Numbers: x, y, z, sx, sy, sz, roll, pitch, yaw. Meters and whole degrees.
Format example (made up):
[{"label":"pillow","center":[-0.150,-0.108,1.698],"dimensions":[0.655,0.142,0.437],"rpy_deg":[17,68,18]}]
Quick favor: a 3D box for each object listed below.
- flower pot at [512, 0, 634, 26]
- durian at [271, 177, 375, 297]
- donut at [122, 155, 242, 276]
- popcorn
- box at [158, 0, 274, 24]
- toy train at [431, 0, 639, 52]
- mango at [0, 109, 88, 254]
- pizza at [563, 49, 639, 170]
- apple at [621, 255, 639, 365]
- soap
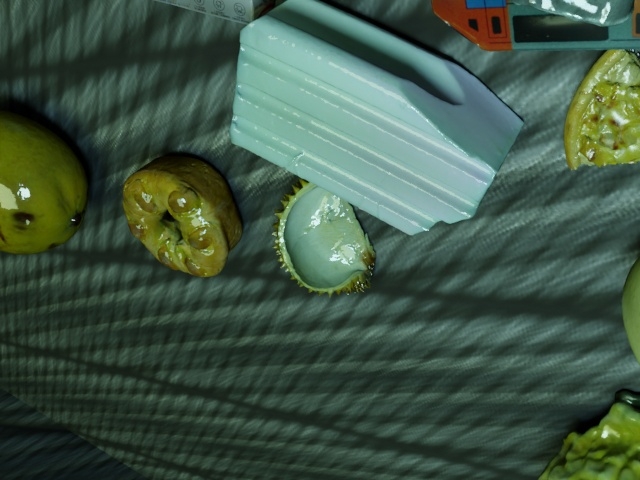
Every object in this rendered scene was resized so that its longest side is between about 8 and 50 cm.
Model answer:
[{"label":"flower pot","center":[0.216,-0.272,0.569],"dimensions":[0.103,0.229,0.108],"rpy_deg":[12,134,1]},{"label":"durian","center":[0.000,0.000,1.100],"dimensions":[0.139,0.144,0.252],"rpy_deg":[-19,112,22]},{"label":"donut","center":[-0.240,-0.043,1.226],"dimensions":[0.226,0.114,0.226],"rpy_deg":[21,139,20]},{"label":"popcorn","center":[0.459,0.425,1.058],"dimensions":[0.293,0.237,0.293],"rpy_deg":[24,142,20]},{"label":"box","center":[-0.166,-0.333,0.932],"dimensions":[0.218,0.055,0.039],"rpy_deg":[20,136,20]},{"label":"toy train","center":[0.304,-0.223,0.655],"dimensions":[0.409,0.086,0.089],"rpy_deg":[7,134,32]},{"label":"mango","center":[-0.640,-0.119,1.377],"dimensions":[0.445,0.220,0.301],"rpy_deg":[13,137,32]},{"label":"pizza","center":[0.321,-0.134,0.768],"dimensions":[0.099,0.036,0.160],"rpy_deg":[24,139,17]},{"label":"apple","center":[0.435,0.080,0.785],"dimensions":[0.200,0.200,0.200],"rpy_deg":[21,138,20]},{"label":"soap","center":[0.061,-0.151,0.888],"dimensions":[0.347,0.115,0.208],"rpy_deg":[28,141,11]}]
